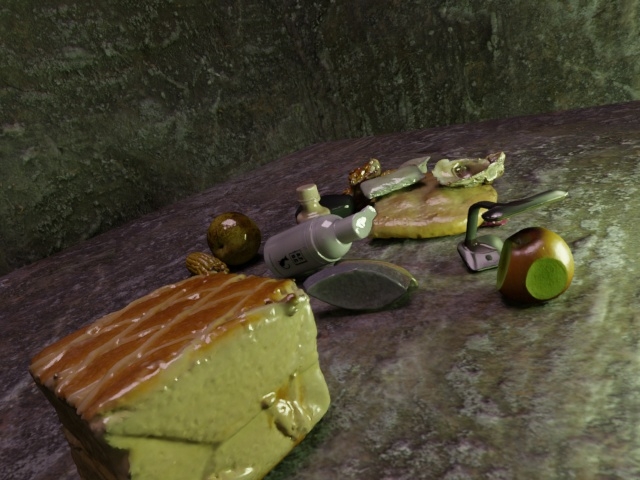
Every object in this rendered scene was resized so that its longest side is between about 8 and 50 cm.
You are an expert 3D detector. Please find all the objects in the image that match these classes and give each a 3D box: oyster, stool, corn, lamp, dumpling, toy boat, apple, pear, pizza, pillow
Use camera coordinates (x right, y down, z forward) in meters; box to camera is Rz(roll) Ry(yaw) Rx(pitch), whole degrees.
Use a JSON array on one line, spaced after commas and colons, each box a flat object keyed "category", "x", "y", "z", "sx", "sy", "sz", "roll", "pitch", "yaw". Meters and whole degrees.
[{"category": "oyster", "x": 0.499, "y": -0.222, "z": 1.478, "sx": 0.232, "sy": 0.107, "sz": 0.162, "roll": -16, "pitch": 42, "yaw": 1}, {"category": "stool", "x": 0.025, "y": -0.077, "z": 1.633, "sx": 0.232, "sy": 0.141, "sz": 0.232, "roll": -12, "pitch": 20, "yaw": 5}, {"category": "corn", "x": -0.398, "y": 0.093, "z": 1.543, "sx": 0.102, "sy": 0.102, "sz": 0.313, "roll": -24, "pitch": 20, "yaw": -23}, {"category": "lamp", "x": 0.452, "y": -0.041, "z": 1.073, "sx": 0.203, "sy": 0.283, "sz": 0.125, "roll": -12, "pitch": 58, "yaw": 0}, {"category": "dumpling", "x": 0.434, "y": -0.328, "z": 2.084, "sx": 0.176, "sy": 0.092, "sz": 0.150, "roll": -9, "pitch": 18, "yaw": 20}, {"category": "toy boat", "x": 0.118, "y": 0.093, "z": 1.175, "sx": 0.276, "sy": 0.111, "sz": 0.293, "roll": 2, "pitch": 15, "yaw": 22}, {"category": "apple", "x": 0.459, "y": 0.050, "z": 0.967, "sx": 0.163, "sy": 0.147, "sz": 0.146, "roll": -15, "pitch": 19, "yaw": 6}, {"category": "pear", "x": -0.319, "y": -0.001, "z": 1.606, "sx": 0.197, "sy": 0.197, "sz": 0.197, "roll": -13, "pitch": 20, "yaw": 5}, {"category": "pizza", "x": 0.148, "y": -0.202, "z": 1.728, "sx": 0.161, "sy": 0.305, "sz": 0.086, "roll": -6, "pitch": 56, "yaw": -29}, {"category": "pillow", "x": 0.254, "y": -0.210, "z": 1.584, "sx": 0.229, "sy": 0.051, "sz": 0.128, "roll": -22, "pitch": 32, "yaw": -4}]

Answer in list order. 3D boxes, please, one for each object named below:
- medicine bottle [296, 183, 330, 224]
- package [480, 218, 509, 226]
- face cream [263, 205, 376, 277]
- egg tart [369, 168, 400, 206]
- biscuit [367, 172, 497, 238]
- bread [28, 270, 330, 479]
[{"category": "medicine bottle", "x": -0.018, "y": -0.056, "z": 1.442, "sx": 0.114, "sy": 0.252, "sz": 0.114, "roll": -13, "pitch": 21, "yaw": 5}, {"category": "package", "x": 0.544, "y": -0.060, "z": 1.380, "sx": 0.059, "sy": 0.029, "sz": 0.083, "roll": -37, "pitch": 17, "yaw": -34}, {"category": "face cream", "x": 0.000, "y": 0.000, "z": 1.284, "sx": 0.369, "sy": 0.145, "sz": 0.145, "roll": -23, "pitch": 10, "yaw": 43}, {"category": "egg tart", "x": 0.302, "y": -0.234, "z": 1.902, "sx": 0.290, "sy": 0.115, "sz": 0.290, "roll": -13, "pitch": 18, "yaw": 4}, {"category": "biscuit", "x": 0.374, "y": -0.136, "z": 1.541, "sx": 0.446, "sy": 0.104, "sz": 0.429, "roll": 1, "pitch": 31, "yaw": 27}, {"category": "bread", "x": -0.223, "y": 0.242, "z": 0.750, "sx": 0.371, "sy": 0.279, "sz": 0.390, "roll": 2, "pitch": 26, "yaw": 44}]
